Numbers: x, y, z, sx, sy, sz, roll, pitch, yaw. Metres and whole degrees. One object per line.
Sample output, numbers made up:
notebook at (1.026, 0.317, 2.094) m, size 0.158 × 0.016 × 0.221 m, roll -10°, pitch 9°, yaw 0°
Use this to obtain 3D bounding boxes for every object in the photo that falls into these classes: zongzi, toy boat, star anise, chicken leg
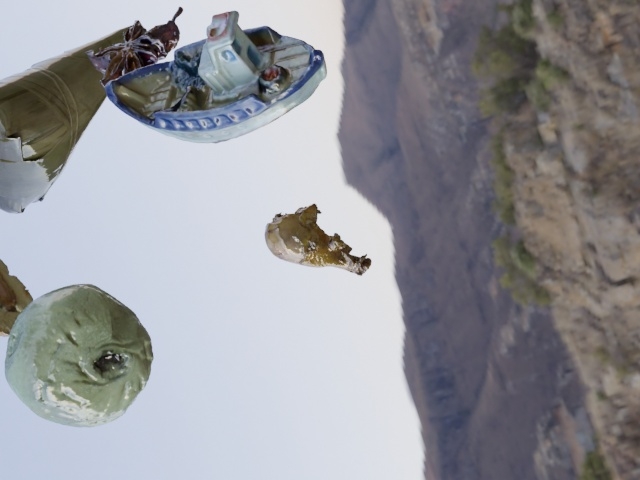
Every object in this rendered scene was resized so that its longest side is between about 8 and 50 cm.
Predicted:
zongzi at (-0.544, -0.219, 2.083) m, size 0.181 × 0.418 × 0.447 m, roll 46°, pitch 150°, yaw 5°
toy boat at (-0.119, -0.177, 1.087) m, size 0.115 × 0.262 × 0.114 m, roll 42°, pitch -133°, yaw -41°
star anise at (-0.237, -0.267, 1.399) m, size 0.191 × 0.097 × 0.070 m, roll -59°, pitch -38°, yaw -28°
chicken leg at (-0.001, 0.003, 1.800) m, size 0.085 × 0.207 × 0.101 m, roll -29°, pitch 43°, yaw 61°

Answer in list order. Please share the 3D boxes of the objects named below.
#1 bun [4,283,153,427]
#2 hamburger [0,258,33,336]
bun at (-0.346, 0.173, 1.481) m, size 0.108 × 0.221 × 0.221 m, roll 32°, pitch 151°, yaw 58°
hamburger at (-0.708, 0.086, 1.901) m, size 0.330 × 0.209 × 0.162 m, roll 47°, pitch -149°, yaw -10°
